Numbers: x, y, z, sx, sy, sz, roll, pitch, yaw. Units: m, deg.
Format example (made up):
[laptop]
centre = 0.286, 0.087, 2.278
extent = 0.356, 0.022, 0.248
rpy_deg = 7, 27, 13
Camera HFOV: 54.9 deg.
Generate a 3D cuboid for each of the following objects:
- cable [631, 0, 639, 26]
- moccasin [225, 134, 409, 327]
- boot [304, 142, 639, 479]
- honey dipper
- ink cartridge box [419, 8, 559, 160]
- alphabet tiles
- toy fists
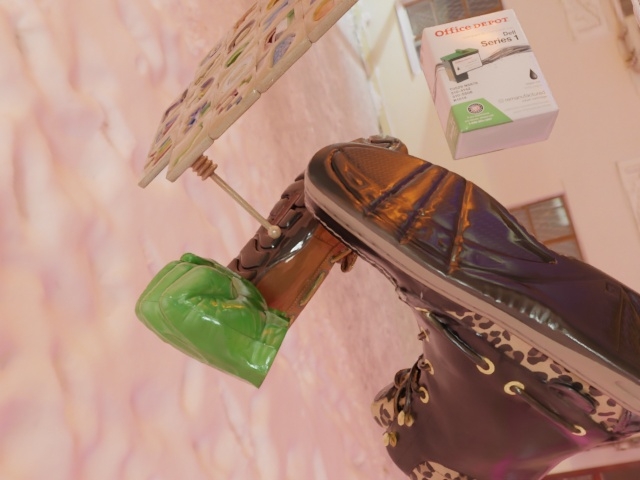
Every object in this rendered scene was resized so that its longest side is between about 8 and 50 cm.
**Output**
[cable]
centre = 0.592, -0.324, 0.991
extent = 0.257, 0.089, 0.256
rpy_deg = -22, 86, -51
[moccasin]
centre = 0.002, 0.001, 0.898
extent = 0.380, 0.139, 0.147
rpy_deg = -53, 125, -15
[boot]
centre = 0.117, 0.100, 0.601
extent = 0.138, 0.378, 0.284
rpy_deg = -52, 170, -46
[honey dipper]
centre = -0.112, -0.060, 0.819
extent = 0.161, 0.030, 0.030
rpy_deg = 42, 24, -11
[ink cartridge box]
centre = 0.268, -0.258, 1.013
extent = 0.092, 0.161, 0.219
rpy_deg = 77, 0, -65
[alphabet tiles]
centre = -0.057, -0.200, 0.601
extent = 0.011, 0.343, 0.285
rpy_deg = 39, 24, -27
[toy fists]
centre = -0.110, 0.076, 0.662
extent = 0.279, 0.142, 0.096
rpy_deg = 143, -28, -84
